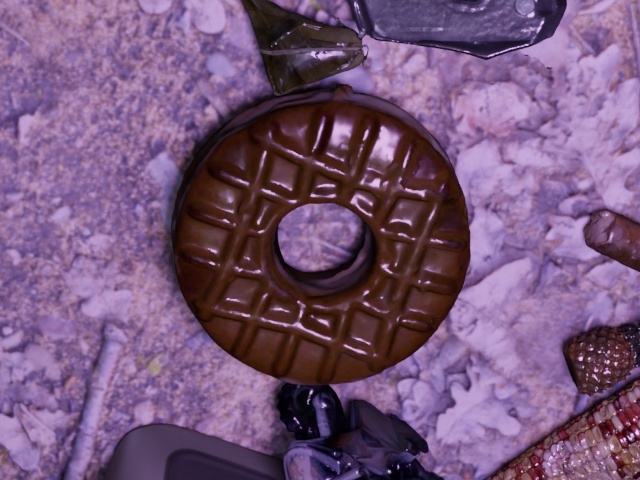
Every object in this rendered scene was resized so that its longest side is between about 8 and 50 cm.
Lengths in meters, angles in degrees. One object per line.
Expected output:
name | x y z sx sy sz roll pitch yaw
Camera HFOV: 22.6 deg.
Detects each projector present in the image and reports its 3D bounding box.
projector | -0.144 0.383 1.773 0.248 0.249 0.248 20 111 -9

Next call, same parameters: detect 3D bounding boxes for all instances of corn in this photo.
corn | 0.297 0.249 1.813 0.290 0.098 0.098 -33 109 12

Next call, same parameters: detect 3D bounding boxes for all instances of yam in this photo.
yam | 0.402 0.026 1.748 0.241 0.057 0.056 20 110 -8

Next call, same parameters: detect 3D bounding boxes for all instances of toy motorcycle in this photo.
toy motorcycle | 0.053 0.266 1.782 0.270 0.159 0.106 40 123 -14

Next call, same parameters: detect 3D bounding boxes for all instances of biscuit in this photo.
biscuit | 0.000 0.000 1.703 0.332 0.103 0.332 -1 111 -2

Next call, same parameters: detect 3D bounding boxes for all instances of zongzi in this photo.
zongzi | -0.015 -0.221 1.643 0.109 0.055 0.119 -18 100 3

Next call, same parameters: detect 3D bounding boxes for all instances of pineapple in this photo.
pineapple | 0.351 0.117 1.778 0.159 0.074 0.074 -20 111 0

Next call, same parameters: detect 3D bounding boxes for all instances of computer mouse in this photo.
computer mouse | 0.134 -0.251 1.625 0.231 0.071 0.126 6 99 5
